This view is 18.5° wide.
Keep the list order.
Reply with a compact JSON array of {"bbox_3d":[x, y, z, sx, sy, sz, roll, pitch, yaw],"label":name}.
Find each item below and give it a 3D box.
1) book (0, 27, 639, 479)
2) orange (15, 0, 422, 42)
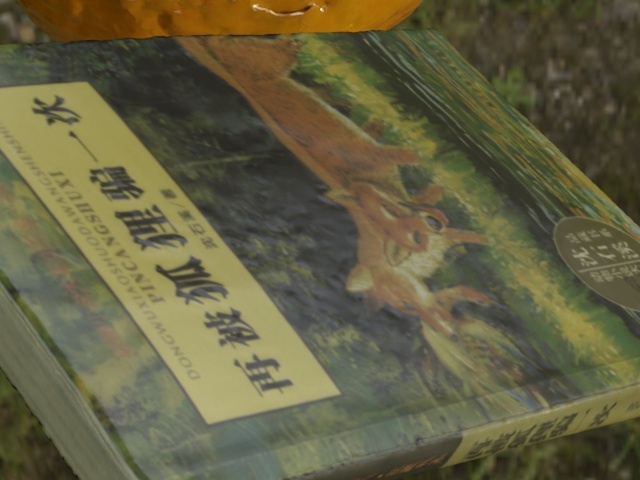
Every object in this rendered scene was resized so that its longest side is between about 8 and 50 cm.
[{"bbox_3d":[0.000,0.000,0.530,0.228,0.024,0.160,-7,45,-44],"label":"book"},{"bbox_3d":[-0.069,-0.259,1.229,0.340,0.293,0.341,0,89,-13],"label":"orange"}]
